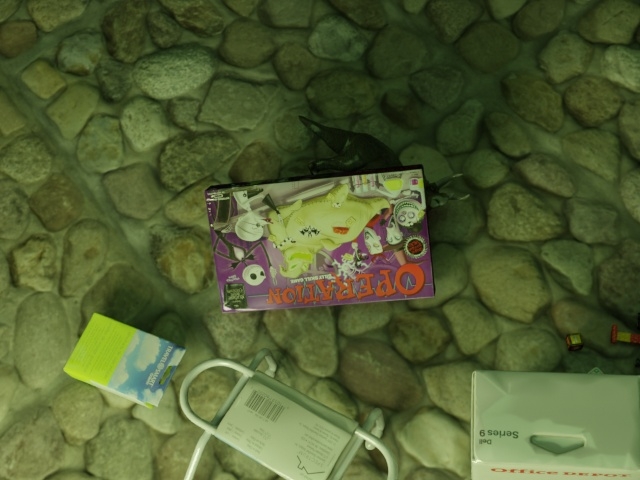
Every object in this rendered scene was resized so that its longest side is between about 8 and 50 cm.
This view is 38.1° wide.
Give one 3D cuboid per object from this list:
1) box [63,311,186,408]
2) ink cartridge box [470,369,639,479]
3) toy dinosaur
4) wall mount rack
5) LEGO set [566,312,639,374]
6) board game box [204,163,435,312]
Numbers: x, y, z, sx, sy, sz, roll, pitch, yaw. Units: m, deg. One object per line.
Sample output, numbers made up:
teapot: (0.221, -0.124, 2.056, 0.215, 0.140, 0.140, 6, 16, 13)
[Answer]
box: (-0.310, 0.196, 1.492, 0.178, 0.042, 0.109, 18, 69, 17)
ink cartridge box: (0.303, 0.271, 1.214, 0.211, 0.289, 0.122, 0, 64, 9)
toy dinosaur: (0.083, -0.108, 1.559, 0.160, 0.121, 0.313, -34, 58, -21)
wall mount rack: (-0.070, 0.335, 1.343, 0.350, 0.130, 0.304, 26, 67, 20)
LEGO set: (0.481, 0.199, 1.354, 0.182, 0.060, 0.244, -34, 63, -13)
board game box: (0.000, 0.000, 1.466, 0.346, 0.056, 0.208, -6, 106, 9)
